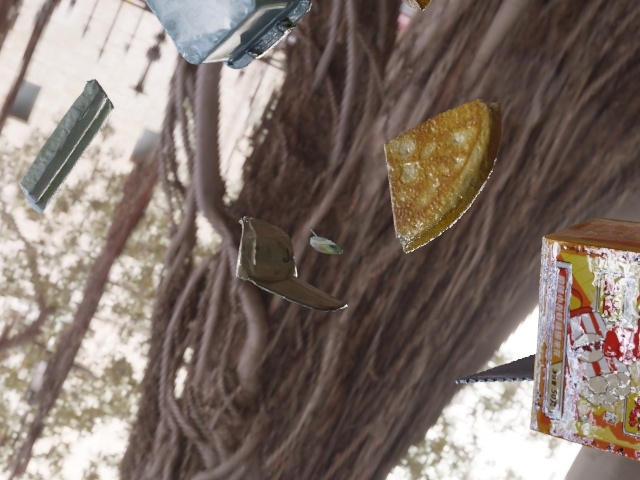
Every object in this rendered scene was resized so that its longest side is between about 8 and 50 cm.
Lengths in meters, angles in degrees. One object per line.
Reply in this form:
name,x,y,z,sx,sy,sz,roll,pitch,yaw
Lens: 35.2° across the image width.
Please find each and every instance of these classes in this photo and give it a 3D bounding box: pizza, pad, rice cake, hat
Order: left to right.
rice cake,-0.411,-0.153,1.635,0.040,0.226,0.085,29,170,12
hat,-0.055,0.046,1.993,0.244,0.149,0.214,12,-179,7
pizza,0.258,-0.129,2.005,0.087,0.258,0.268,33,-137,-43
pad,0.423,0.226,1.825,0.269,0.012,0.269,-10,179,44

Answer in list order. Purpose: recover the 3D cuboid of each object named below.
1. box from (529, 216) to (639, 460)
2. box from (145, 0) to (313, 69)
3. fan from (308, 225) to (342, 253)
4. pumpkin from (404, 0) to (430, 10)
box,0.447,0.131,1.373,0.259,0.284,0.214,9,-167,34
box,-0.131,-0.328,1.212,0.227,0.162,0.130,57,-145,3
fan,0.008,0.004,1.713,0.060,0.003,0.080,18,155,13
pumpkin,0.108,-0.516,1.735,0.258,0.095,0.290,52,-174,12
